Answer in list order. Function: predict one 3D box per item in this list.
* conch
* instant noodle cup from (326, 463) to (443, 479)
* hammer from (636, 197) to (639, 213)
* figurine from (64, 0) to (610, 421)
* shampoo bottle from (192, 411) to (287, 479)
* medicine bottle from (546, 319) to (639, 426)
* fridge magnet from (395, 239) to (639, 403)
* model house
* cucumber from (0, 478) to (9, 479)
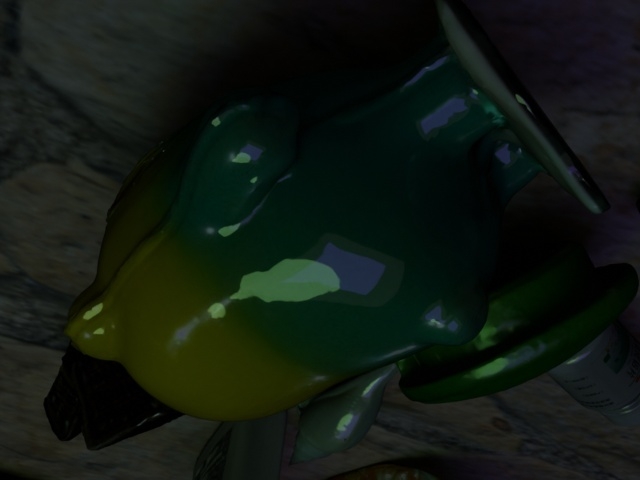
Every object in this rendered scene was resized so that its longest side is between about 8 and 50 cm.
[{"bbox_3d":[0.012,0.162,0.807,0.180,0.088,0.065,-53,157,22],"label":"conch"},{"bbox_3d":[0.095,0.406,0.887,0.264,0.264,0.200,-22,133,16],"label":"instant noodle cup"},{"bbox_3d":[0.417,-0.146,0.574,0.168,0.044,0.440,36,120,-24],"label":"hammer"},{"bbox_3d":[0.000,0.000,0.558,0.340,0.231,0.324,-36,150,19],"label":"figurine"},{"bbox_3d":[-0.085,0.306,0.773,0.071,0.284,0.153,21,127,-20],"label":"shampoo bottle"},{"bbox_3d":[0.257,0.113,0.752,0.080,0.080,0.130,-36,121,25],"label":"medicine bottle"},{"bbox_3d":[0.153,0.066,0.658,0.208,0.208,0.088,-29,88,20],"label":"fridge magnet"},{"bbox_3d":[-0.167,0.129,0.716,0.165,0.152,0.106,-30,117,19],"label":"model house"},{"bbox_3d":[-0.378,0.284,0.886,0.300,0.072,0.072,24,124,-19],"label":"cucumber"}]
